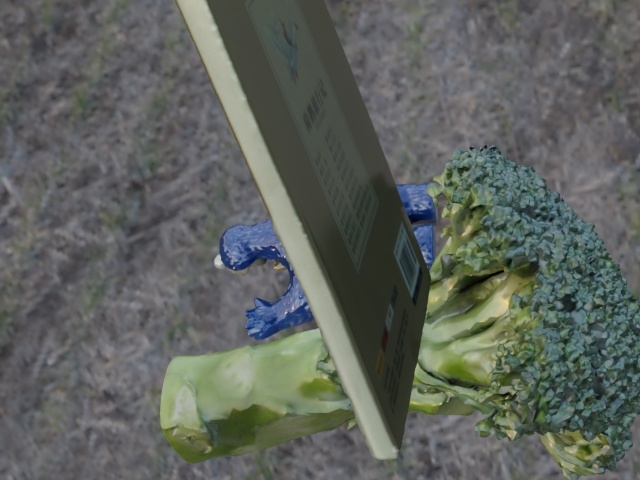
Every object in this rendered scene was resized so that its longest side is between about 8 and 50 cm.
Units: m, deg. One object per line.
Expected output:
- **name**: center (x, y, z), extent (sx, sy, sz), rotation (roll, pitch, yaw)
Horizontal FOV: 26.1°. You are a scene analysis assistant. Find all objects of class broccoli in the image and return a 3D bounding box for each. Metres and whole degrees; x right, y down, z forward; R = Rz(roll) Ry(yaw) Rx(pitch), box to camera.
- **broccoli**: center (0.055, 0.075, 1.019), extent (0.361, 0.252, 0.221), rotation (-6, 64, -2)

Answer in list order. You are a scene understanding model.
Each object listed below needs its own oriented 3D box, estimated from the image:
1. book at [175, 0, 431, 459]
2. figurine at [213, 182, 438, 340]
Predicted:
- **book**: center (-0.003, -0.059, 0.790), extent (0.021, 0.310, 0.217), rotation (-16, 22, 17)
- **figurine**: center (0.005, -0.006, 1.512), extent (0.262, 0.121, 0.164), rotation (-17, 42, 3)
